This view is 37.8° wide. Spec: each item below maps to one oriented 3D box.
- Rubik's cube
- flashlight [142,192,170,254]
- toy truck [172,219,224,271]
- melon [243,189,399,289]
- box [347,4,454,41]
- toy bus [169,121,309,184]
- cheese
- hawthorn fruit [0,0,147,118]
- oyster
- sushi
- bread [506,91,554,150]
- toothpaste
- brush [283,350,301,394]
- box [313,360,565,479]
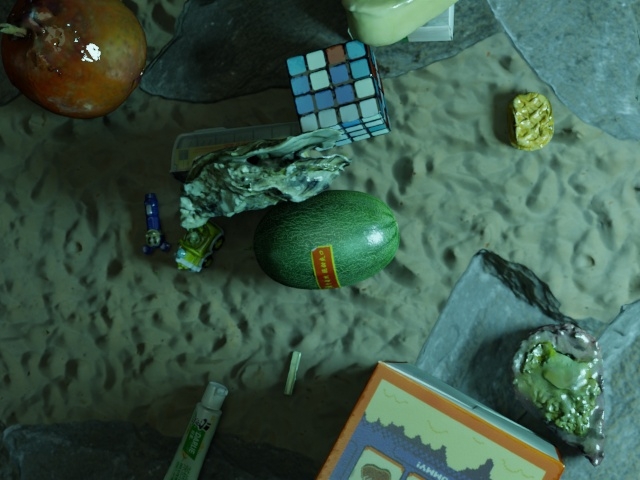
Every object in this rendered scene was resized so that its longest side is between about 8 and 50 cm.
[{"bbox_3d":[0.036,-0.268,1.738,0.154,0.155,0.151,-13,82,11],"label":"Rubik's cube"},{"bbox_3d":[-0.332,-0.034,1.847,0.057,0.035,0.121,-10,81,12],"label":"flashlight"},{"bbox_3d":[-0.242,0.009,1.801,0.076,0.077,0.111,33,90,15],"label":"toy truck"},{"bbox_3d":[0.000,0.000,1.696,0.287,0.182,0.182,-6,81,13],"label":"melon"},{"bbox_3d":[0.154,-0.452,1.777,0.199,0.081,0.135,0,82,10],"label":"box"},{"bbox_3d":[-0.155,-0.165,1.801,0.268,0.092,0.106,-5,73,12],"label":"toy bus"},{"bbox_3d":[0.145,-0.502,1.676,0.384,0.104,0.384,-5,58,8],"label":"cheese"},{"bbox_3d":[-0.500,-0.373,1.799,0.276,0.307,0.276,0,91,24],"label":"hawthorn fruit"},{"bbox_3d":[-0.109,-0.113,1.657,0.351,0.162,0.158,-22,59,17],"label":"oyster"},{"bbox_3d":[0.407,0.263,1.613,0.161,0.107,0.241,-1,83,16],"label":"sushi"},{"bbox_3d":[0.385,-0.218,1.711,0.083,0.044,0.111,-4,79,11],"label":"bread"},{"bbox_3d":[-0.251,0.418,1.766,0.058,0.056,0.314,23,91,54],"label":"toothpaste"},{"bbox_3d":[-0.052,0.250,1.761,0.016,0.013,0.084,10,77,9],"label":"brush"},{"bbox_3d":[0.193,0.379,1.517,0.318,0.348,0.257,27,89,13],"label":"box"}]
